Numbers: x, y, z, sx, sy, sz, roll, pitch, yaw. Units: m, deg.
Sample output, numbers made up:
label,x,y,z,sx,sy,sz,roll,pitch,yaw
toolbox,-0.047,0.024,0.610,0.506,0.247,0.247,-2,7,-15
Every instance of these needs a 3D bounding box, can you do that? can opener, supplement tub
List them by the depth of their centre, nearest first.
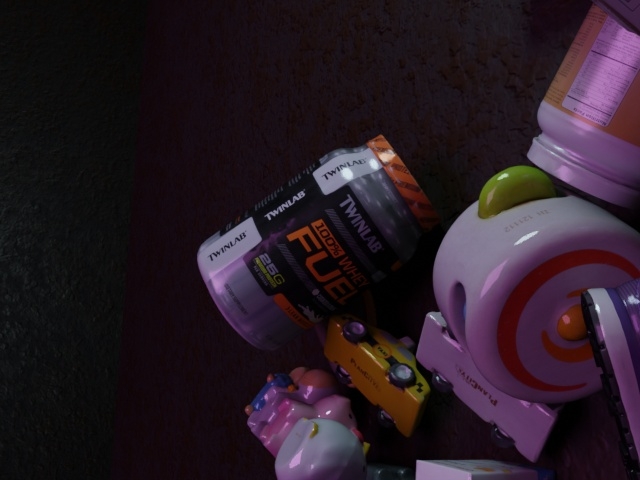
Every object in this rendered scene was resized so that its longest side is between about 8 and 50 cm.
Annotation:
label,x,y,z,sx,sy,sz,roll,pitch,yaw
supplement tub,0.300,-0.145,0.645,0.144,0.144,0.200,53,127,53
can opener,0.090,0.356,0.920,0.283,0.076,0.095,-22,62,58
supplement tub,0.000,0.000,0.969,0.316,0.193,0.193,-35,42,8

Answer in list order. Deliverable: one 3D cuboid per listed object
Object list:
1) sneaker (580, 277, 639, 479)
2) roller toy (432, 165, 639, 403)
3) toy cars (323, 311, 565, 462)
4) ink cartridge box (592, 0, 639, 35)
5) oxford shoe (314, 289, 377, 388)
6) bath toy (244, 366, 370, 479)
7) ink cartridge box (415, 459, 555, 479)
label,x,y,z,sx,sy,sz,roll,pitch,yaw
sneaker,0.305,0.161,0.535,0.107,0.124,0.283,-57,-51,-71
roller toy,0.219,0.052,0.652,0.191,0.209,0.146,-59,19,15
toy cars,0.149,0.164,0.866,0.393,0.087,0.176,-11,100,56
ink cartridge box,0.274,-0.370,0.544,0.309,0.130,0.272,-51,28,28
oxford shoe,-0.011,0.081,1.124,0.130,0.132,0.364,-55,40,35
bath toy,-0.008,0.273,0.975,0.151,0.129,0.348,-52,11,-6
ink cartridge box,0.170,0.288,0.731,0.092,0.143,0.090,-15,68,58
